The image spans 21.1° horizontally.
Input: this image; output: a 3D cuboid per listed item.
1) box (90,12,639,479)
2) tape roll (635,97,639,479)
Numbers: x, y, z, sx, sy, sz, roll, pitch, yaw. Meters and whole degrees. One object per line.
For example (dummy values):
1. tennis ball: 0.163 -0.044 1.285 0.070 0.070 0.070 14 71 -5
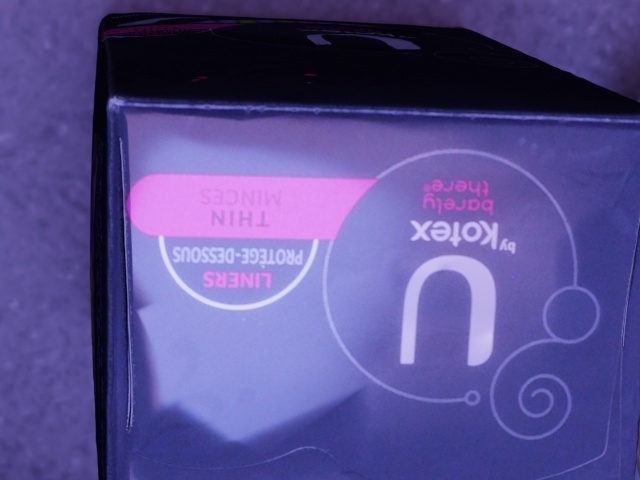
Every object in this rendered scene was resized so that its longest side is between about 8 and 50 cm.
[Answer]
1. box: 0.000 0.000 0.620 0.165 0.270 0.143 1 102 -9
2. tape roll: 0.219 0.054 0.678 0.169 0.246 0.246 -3 102 -8
